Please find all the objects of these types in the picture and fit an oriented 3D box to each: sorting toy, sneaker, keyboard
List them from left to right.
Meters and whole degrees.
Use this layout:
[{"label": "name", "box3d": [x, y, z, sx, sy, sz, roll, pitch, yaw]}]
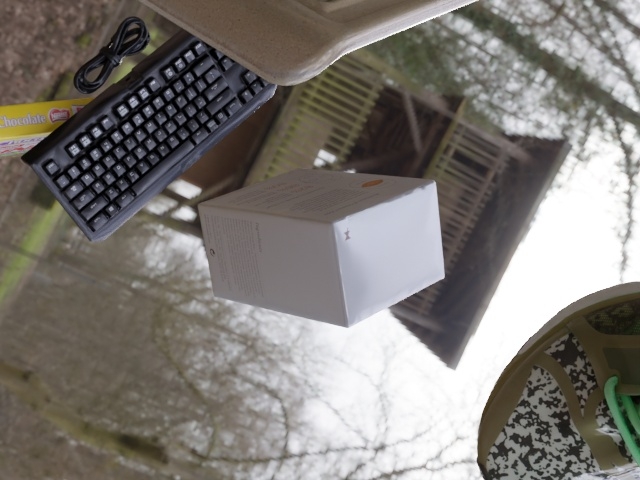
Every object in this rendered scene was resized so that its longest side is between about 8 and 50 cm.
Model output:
[{"label": "keyboard", "box3d": [-0.118, -0.093, 0.675, 0.180, 0.108, 0.023, -44, -156, -19]}, {"label": "sorting toy", "box3d": [-0.065, -0.186, 0.525, 0.229, 0.307, 0.041, -36, 154, -46]}, {"label": "sneaker", "box3d": [0.270, 0.104, 0.675, 0.410, 0.158, 0.182, -32, -176, 30]}]

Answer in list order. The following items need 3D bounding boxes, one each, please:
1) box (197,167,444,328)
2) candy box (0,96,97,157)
[{"label": "box", "box3d": [0.000, 0.000, 0.858, 0.170, 0.130, 0.091, 10, -66, 45]}, {"label": "candy box", "box3d": [-0.211, -0.078, 0.705, 0.105, 0.206, 0.027, -13, -89, 48]}]
